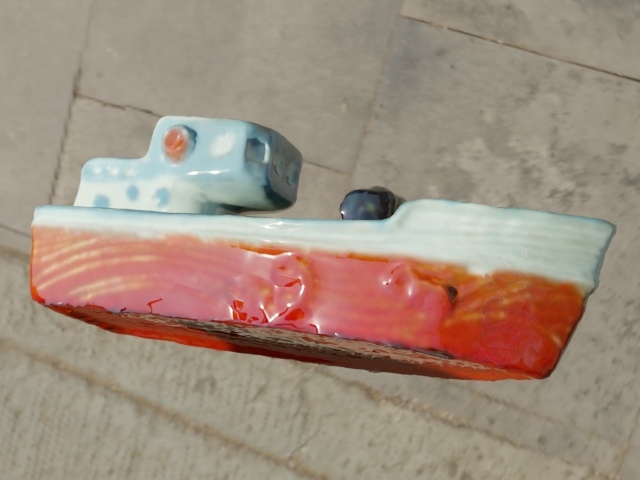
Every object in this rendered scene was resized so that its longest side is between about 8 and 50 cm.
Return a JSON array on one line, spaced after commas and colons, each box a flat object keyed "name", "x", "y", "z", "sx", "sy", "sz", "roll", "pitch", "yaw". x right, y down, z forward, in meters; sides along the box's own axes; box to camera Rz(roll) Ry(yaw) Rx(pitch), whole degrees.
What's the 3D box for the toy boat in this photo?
[{"name": "toy boat", "x": 0.000, "y": 0.000, "z": 0.692, "sx": 0.332, "sy": 0.145, "sz": 0.133, "roll": 6, "pitch": 76, "yaw": 24}]
